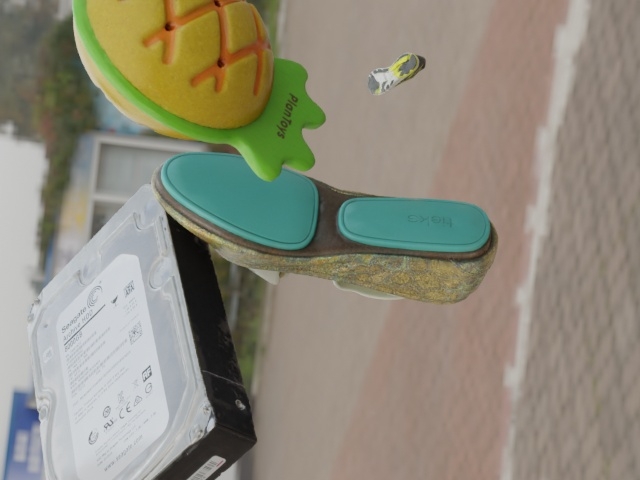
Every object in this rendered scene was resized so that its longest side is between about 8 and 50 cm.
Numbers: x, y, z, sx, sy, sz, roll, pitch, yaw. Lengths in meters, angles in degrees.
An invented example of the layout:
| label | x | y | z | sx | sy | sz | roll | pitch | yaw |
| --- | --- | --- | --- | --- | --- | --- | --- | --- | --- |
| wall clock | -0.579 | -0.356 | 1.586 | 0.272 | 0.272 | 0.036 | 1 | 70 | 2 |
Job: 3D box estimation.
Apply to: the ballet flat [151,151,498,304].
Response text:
| label | x | y | z | sx | sy | sz | roll | pitch | yaw |
| --- | --- | --- | --- | --- | --- | --- | --- | --- | --- |
| ballet flat | 0.000 | 0.000 | 1.554 | 0.123 | 0.348 | 0.123 | -171 | 90 | -89 |

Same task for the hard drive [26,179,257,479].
| label | x | y | z | sx | sy | sz | roll | pitch | yaw |
| --- | --- | --- | --- | --- | --- | --- | --- | --- | --- |
| hard drive | -0.188 | 0.126 | 1.531 | 0.237 | 0.064 | 0.339 | -43 | 40 | 25 |

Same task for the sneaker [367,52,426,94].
| label | x | y | z | sx | sy | sz | roll | pitch | yaw |
| --- | --- | --- | --- | --- | --- | --- | --- | --- | --- |
| sneaker | 0.091 | -0.194 | 1.830 | 0.083 | 0.035 | 0.031 | -25 | 77 | 40 |

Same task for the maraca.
| label | x | y | z | sx | sy | sz | roll | pitch | yaw |
| --- | --- | --- | --- | --- | --- | --- | --- | --- | --- |
| maraca | -0.074 | -0.110 | 0.969 | 0.099 | 0.186 | 0.127 | -36 | 29 | 43 |
